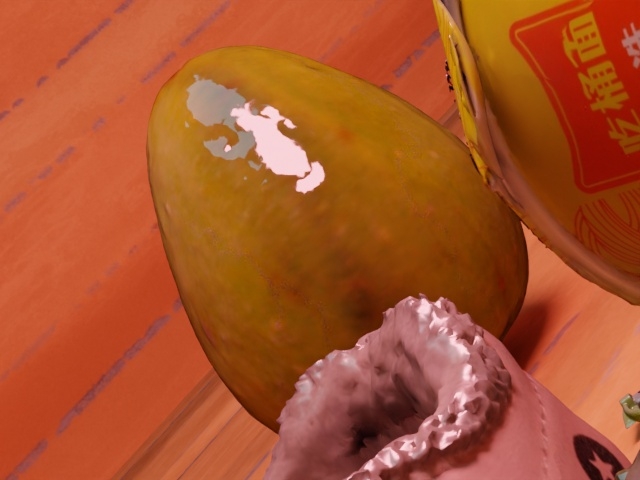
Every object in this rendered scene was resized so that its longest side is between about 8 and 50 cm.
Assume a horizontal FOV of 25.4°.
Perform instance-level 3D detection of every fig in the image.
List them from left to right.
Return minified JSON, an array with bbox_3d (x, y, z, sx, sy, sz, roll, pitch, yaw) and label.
[{"bbox_3d":[0.000,0.000,1.052,0.258,0.326,0.258,-41,2,1],"label":"fig"}]

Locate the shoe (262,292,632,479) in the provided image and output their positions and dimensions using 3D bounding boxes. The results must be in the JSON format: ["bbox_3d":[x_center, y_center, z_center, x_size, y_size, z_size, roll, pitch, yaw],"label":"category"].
[{"bbox_3d":[0.013,0.169,0.397,0.172,0.198,0.351,-43,5,34],"label":"shoe"}]

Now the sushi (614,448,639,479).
[{"bbox_3d":[0.177,0.059,0.305,0.184,0.139,0.274,-45,5,-27],"label":"sushi"}]

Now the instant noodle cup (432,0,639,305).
[{"bbox_3d":[0.230,-0.122,0.612,0.311,0.311,0.221,-47,15,-26],"label":"instant noodle cup"}]

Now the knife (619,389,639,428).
[{"bbox_3d":[0.178,0.088,0.682,0.078,0.022,0.166,-50,2,18],"label":"knife"}]
